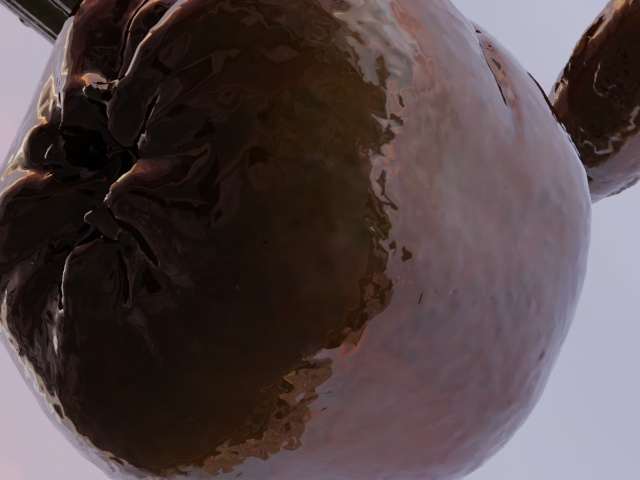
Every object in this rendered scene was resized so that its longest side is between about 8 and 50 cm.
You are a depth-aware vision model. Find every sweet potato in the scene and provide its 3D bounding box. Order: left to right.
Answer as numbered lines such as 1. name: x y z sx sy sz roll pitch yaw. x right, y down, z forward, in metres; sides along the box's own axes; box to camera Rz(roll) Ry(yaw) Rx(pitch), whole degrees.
1. sweet potato: 0.210 -0.078 1.330 0.385 0.109 0.109 -58 -133 45

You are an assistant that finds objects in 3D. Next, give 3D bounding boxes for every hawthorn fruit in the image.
1. hawthorn fruit: 0.000 0.000 0.802 0.267 0.301 0.268 -20 -121 37

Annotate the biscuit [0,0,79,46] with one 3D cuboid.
1. biscuit: -0.250 -0.232 1.224 0.099 0.322 0.038 -22 -142 40
